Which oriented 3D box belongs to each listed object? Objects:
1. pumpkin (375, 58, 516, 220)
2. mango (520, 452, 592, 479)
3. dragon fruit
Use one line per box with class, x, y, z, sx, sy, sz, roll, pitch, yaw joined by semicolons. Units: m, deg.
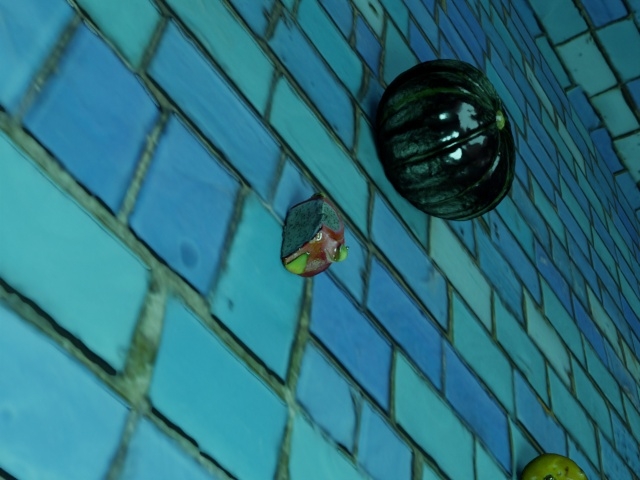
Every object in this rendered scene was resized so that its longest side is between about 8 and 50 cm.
pumpkin;0.168;-0.132;1.205;0.220;0.162;0.220;35;44;-44
mango;0.316;0.343;1.173;0.159;0.084;0.105;49;36;-31
dragon fruit;0.000;0.000;0.893;0.060;0.056;0.083;47;30;-32
